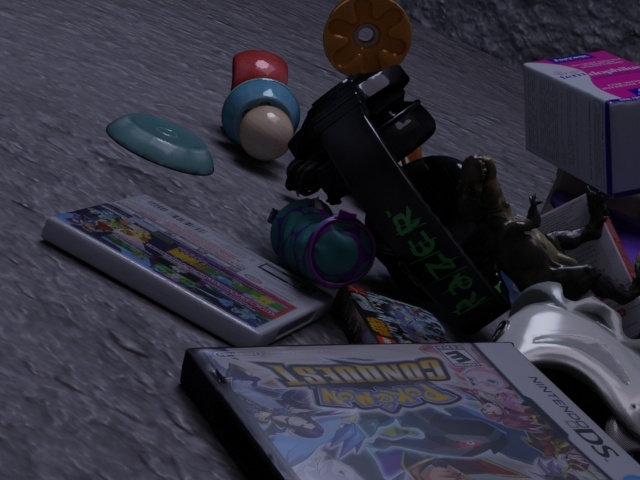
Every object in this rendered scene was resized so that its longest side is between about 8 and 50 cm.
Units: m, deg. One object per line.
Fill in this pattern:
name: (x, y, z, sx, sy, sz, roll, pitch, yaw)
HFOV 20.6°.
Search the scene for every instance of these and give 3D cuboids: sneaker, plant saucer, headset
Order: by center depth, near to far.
sneaker: (0.273, 0.169, 1.400, 0.330, 0.122, 0.146, 28, 33, 11)
headset: (0.054, -0.040, 1.659, 0.243, 0.185, 0.394, 51, 10, -22)
plant saucer: (-0.161, -0.103, 1.809, 0.119, 0.021, 0.119, 22, 15, -6)

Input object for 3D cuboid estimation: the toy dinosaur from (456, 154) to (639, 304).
toy dinosaur: (0.219, 0.027, 1.533, 0.268, 0.118, 0.064, 59, -9, -2)

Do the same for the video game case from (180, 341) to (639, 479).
video game case: (0.074, 0.140, 1.201, 0.275, 0.035, 0.248, 1, 24, -27)

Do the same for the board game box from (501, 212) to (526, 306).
board game box: (0.222, 0.030, 1.796, 0.090, 0.090, 0.020, 23, 11, 0)

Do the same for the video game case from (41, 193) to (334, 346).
video game case: (-0.106, 0.024, 1.458, 0.201, 0.023, 0.183, 29, 15, 14)

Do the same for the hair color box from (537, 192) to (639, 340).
hair color box: (0.242, 0.052, 1.589, 0.167, 0.093, 0.053, 68, 16, 15)

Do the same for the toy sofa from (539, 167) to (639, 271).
toy sofa: (0.360, 0.005, 1.929, 0.150, 0.177, 0.362, 19, 16, -12)

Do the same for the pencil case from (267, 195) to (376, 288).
pencil case: (0.000, 0.000, 1.548, 0.064, 0.070, 0.151, 14, 4, -16)

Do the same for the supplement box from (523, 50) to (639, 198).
supplement box: (0.326, -0.136, 1.996, 0.111, 0.114, 0.220, -11, 19, -17)

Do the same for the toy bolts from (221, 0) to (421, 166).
toy bolts: (0.007, -0.153, 1.939, 0.228, 0.218, 0.158, 2, 26, -10)

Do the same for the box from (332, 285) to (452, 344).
box: (0.069, 0.085, 1.499, 0.094, 0.027, 0.137, 18, 16, -19)
